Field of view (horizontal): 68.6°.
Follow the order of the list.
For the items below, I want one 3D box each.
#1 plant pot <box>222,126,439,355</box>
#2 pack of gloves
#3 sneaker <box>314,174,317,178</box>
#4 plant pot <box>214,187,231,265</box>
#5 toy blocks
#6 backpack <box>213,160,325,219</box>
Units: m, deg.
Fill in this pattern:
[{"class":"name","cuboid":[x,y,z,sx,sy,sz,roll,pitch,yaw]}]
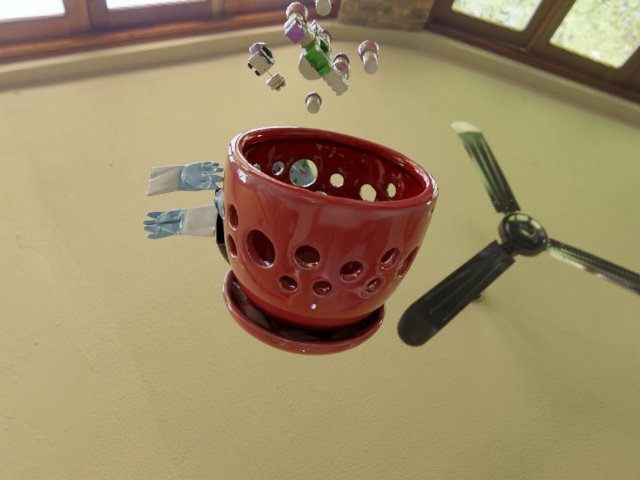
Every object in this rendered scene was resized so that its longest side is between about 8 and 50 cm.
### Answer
[{"class":"plant pot","cuboid":[0.000,0.000,0.455,0.191,0.174,0.191,7,-151,-4]},{"class":"pack of gloves","cuboid":[-0.332,-0.094,1.162,0.232,0.046,0.195,-2,-106,24]},{"class":"sneaker","cuboid":[-0.114,-0.186,1.370,0.240,0.126,0.091,33,-174,-22]},{"class":"plant pot","cuboid":[-0.188,-0.023,1.294,0.187,0.167,0.188,-3,-125,-10]},{"class":"toy blocks","cuboid":[-0.016,-0.602,1.459,0.288,0.309,0.260,40,-147,-33]},{"class":"backpack","cuboid":[-0.097,-0.068,1.055,0.191,0.225,0.253,-37,-85,-45]}]
